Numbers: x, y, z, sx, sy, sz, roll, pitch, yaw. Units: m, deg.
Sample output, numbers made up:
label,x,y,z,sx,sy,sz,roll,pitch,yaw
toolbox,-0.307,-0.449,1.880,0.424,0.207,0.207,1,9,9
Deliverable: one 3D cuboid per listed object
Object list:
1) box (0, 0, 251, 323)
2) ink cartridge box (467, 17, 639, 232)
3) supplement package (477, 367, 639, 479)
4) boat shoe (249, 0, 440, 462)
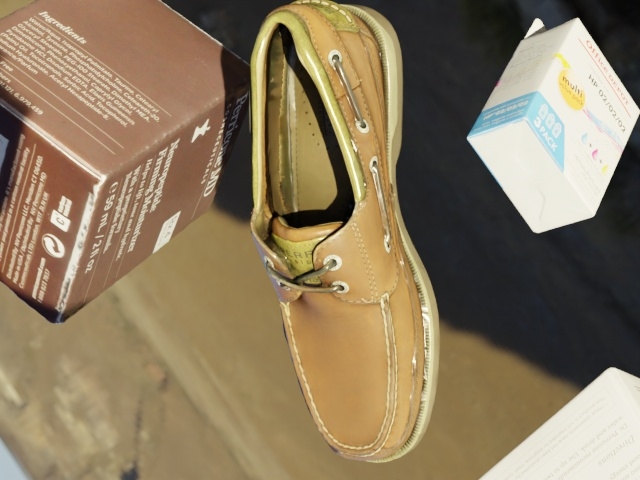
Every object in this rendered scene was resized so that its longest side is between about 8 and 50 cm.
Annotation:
label,x,y,z,sx,sy,sz,roll,pitch,yaw
box,-0.188,-0.080,1.189,0.167,0.203,0.168,36,134,13
ink cartridge box,0.198,-0.106,1.231,0.061,0.181,0.104,-19,118,40
supplement package,0.228,0.259,0.930,0.175,0.177,0.293,24,-149,-42
boat shoe,0.000,0.000,0.973,0.104,0.110,0.307,-14,-84,-61
